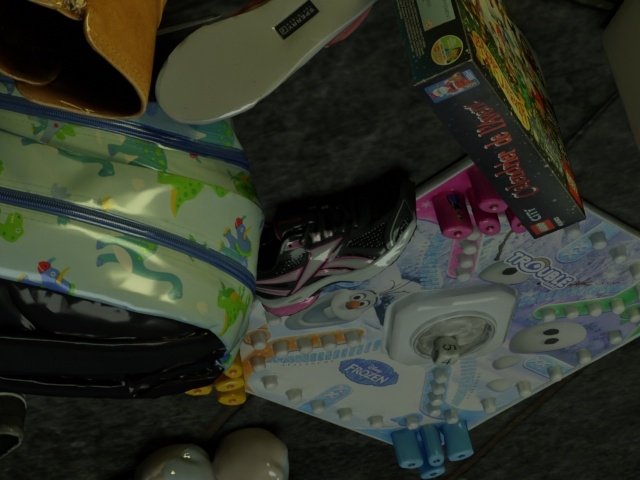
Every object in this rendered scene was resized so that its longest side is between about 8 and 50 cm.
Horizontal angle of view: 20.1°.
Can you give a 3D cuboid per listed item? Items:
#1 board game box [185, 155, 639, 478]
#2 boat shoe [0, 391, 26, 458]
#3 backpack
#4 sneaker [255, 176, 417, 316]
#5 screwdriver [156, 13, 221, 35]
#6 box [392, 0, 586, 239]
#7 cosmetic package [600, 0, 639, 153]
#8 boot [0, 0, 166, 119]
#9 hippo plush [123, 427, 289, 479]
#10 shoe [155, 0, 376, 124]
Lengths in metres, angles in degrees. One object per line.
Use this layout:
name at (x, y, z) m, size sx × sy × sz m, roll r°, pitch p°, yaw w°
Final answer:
board game box at (0.125, 0.091, 1.703) m, size 0.390 × 0.050 × 0.390 m, roll -33°, pitch 142°, yaw 30°
boat shoe at (-0.358, 0.202, 1.696) m, size 0.219 × 0.070 × 0.077 m, roll -35°, pitch 141°, yaw 32°
backpack at (-0.216, -0.002, 1.267) m, size 0.355 × 0.273 × 0.290 m, roll 23°, pitch 153°, yaw -4°
sneaker at (0.000, 0.000, 1.508) m, size 0.178 × 0.072 × 0.077 m, roll -35°, pitch 131°, yaw 23°
screwdriver at (-0.151, -0.135, 1.284) m, size 0.169 × 0.024 × 0.025 m, roll -11°, pitch 119°, yaw 4°
box at (0.113, -0.122, 1.270) m, size 0.044 × 0.159 × 0.233 m, roll -23°, pitch 146°, yaw 16°
cosmetic package at (0.360, -0.163, 1.307) m, size 0.224 × 0.138 × 0.224 m, roll 1°, pitch 145°, yaw -22°
boot at (-0.115, -0.156, 1.092) m, size 0.295 × 0.211 × 0.104 m, roll 18°, pitch 137°, yaw -39°
hippo plush at (-0.097, 0.361, 1.872) m, size 0.234 × 0.237 × 0.294 m, roll -19°, pitch 147°, yaw 10°
shoe at (-0.033, -0.135, 1.240) m, size 0.178 × 0.063 × 0.081 m, roll -36°, pitch 178°, yaw -2°
